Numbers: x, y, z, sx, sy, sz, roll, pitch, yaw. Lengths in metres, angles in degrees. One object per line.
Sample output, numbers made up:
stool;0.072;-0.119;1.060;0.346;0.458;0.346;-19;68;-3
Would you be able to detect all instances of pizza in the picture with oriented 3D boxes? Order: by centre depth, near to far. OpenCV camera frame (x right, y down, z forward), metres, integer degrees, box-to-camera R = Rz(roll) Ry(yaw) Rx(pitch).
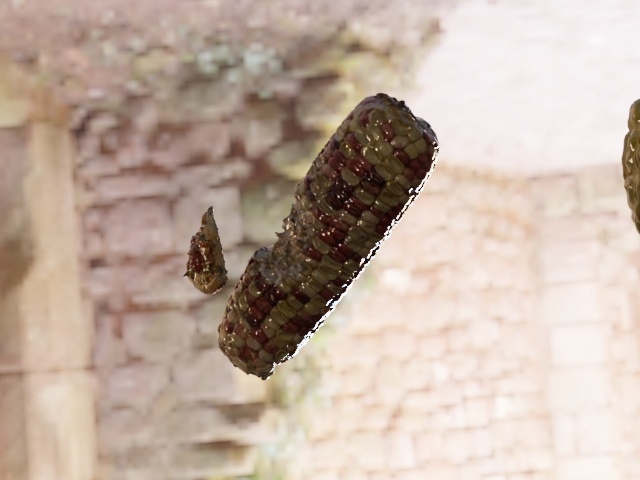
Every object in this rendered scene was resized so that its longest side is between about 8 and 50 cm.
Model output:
pizza;-0.106;0.009;1.699;0.025;0.078;0.083;-3;-178;-21

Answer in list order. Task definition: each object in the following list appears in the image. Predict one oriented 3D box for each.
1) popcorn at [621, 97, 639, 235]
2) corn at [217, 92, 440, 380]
popcorn;0.272;-0.049;1.191;0.173;0.174;0.142;-10;-179;44
corn;0.000;0.000;1.714;0.098;0.290;0.098;35;-169;-8
